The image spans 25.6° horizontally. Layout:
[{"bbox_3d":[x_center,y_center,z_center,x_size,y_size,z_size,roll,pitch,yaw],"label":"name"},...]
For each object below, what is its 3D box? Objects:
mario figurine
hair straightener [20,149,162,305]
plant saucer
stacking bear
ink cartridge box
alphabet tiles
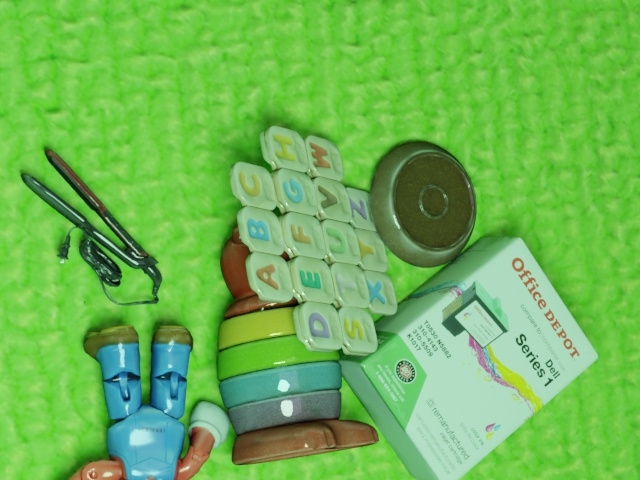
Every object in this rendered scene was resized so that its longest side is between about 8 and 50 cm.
[{"bbox_3d":[-0.223,0.269,1.696,0.198,0.170,0.321,-5,77,16],"label":"mario figurine"},{"bbox_3d":[-0.281,0.001,1.707,0.089,0.047,0.230,-45,107,-15],"label":"hair straightener"},{"bbox_3d":[0.142,-0.049,1.842,0.168,0.029,0.169,4,83,-30],"label":"plant saucer"},{"bbox_3d":[-0.051,0.119,1.723,0.175,0.164,0.289,9,69,-60],"label":"stacking bear"},{"bbox_3d":[0.189,0.152,1.823,0.278,0.117,0.201,-37,100,-17],"label":"ink cartridge box"},{"bbox_3d":[0.000,0.000,1.714,0.278,0.021,0.284,11,62,-50],"label":"alphabet tiles"}]
